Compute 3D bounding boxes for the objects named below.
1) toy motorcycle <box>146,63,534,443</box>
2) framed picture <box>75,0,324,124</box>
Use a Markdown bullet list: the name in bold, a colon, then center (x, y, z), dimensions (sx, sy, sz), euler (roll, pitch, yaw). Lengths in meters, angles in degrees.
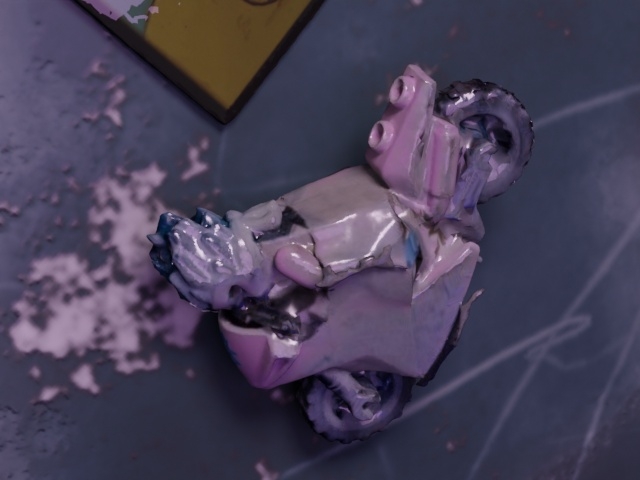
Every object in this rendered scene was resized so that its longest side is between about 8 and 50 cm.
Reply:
- **toy motorcycle**: center (0.002, 0.002, 0.941), dimensions (0.204, 0.108, 0.239), euler (15, 94, -26)
- **framed picture**: center (-0.095, -0.255, 0.896), dimensions (0.324, 0.013, 0.244), euler (39, 83, -27)
